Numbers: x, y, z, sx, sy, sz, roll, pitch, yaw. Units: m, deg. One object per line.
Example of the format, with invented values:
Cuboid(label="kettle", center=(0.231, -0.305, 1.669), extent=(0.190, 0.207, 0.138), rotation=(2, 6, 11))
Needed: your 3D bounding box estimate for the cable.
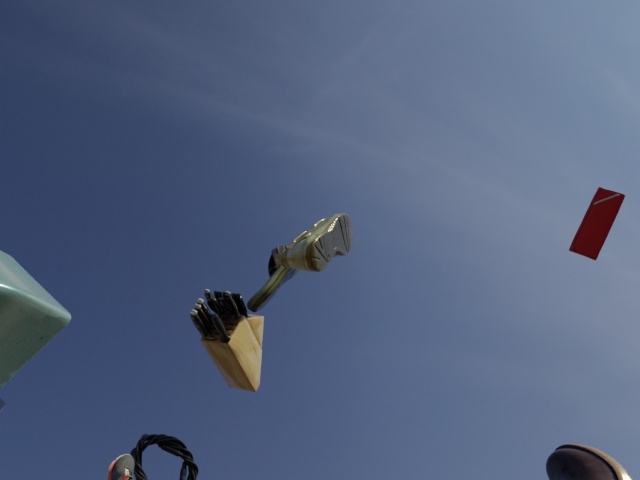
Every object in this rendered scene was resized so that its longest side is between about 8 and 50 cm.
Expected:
Cuboid(label="cable", center=(-0.386, 0.556, 1.531), extent=(0.151, 0.184, 0.047), rotation=(-20, -17, -35))

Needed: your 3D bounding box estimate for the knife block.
Cuboid(label="knife block", center=(-0.243, 0.261, 1.572), extent=(0.242, 0.088, 0.275), rotation=(4, -90, -64))

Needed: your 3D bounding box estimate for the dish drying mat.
Cuboid(label="dish drying mat", center=(0.316, -0.020, 0.709), extent=(0.083, 0.032, 0.008), rotation=(-62, -28, -6))

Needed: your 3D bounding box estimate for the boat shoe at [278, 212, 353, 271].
Cuboid(label="boat shoe", center=(0.000, 0.002, 0.779), extent=(0.048, 0.153, 0.056), rotation=(-3, -72, 24))

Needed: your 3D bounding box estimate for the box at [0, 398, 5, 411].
Cuboid(label="box", center=(-0.484, 0.214, 0.547), extent=(0.312, 0.343, 0.179), rotation=(-42, -81, -21))

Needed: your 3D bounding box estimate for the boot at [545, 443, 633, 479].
Cuboid(label="boot", center=(0.243, 0.307, 0.666), extent=(0.207, 0.248, 0.090), rotation=(-6, -78, -7))

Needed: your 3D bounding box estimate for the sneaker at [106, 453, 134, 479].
Cuboid(label="sneaker", center=(-0.390, 0.484, 1.231), extent=(0.065, 0.158, 0.061), rotation=(-26, -69, 12))

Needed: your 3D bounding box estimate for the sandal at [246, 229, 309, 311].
Cuboid(label="sandal", center=(-0.110, 0.065, 1.663), extent=(0.303, 0.086, 0.120), rotation=(-48, -10, -37))

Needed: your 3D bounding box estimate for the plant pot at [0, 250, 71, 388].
Cuboid(label="plant pot", center=(-0.705, 0.128, 1.211), extent=(0.248, 0.247, 0.252), rotation=(-47, -21, -17))
